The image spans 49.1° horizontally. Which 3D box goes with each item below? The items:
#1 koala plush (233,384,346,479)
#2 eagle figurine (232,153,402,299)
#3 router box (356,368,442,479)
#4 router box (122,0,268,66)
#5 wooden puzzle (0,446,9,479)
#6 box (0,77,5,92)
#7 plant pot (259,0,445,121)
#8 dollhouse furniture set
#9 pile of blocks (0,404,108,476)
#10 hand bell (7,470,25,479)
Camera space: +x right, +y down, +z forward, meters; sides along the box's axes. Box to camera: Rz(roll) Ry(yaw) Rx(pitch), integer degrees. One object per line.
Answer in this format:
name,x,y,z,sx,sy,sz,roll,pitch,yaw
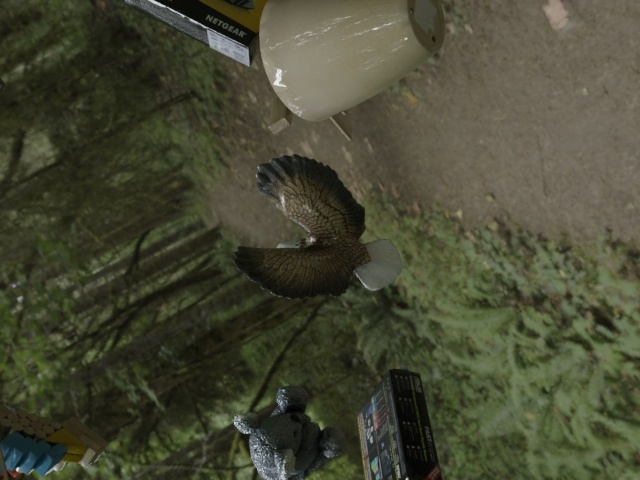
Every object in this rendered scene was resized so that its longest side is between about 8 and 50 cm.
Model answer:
koala plush,-0.087,0.439,1.517,0.196,0.203,0.221,44,180,21
eagle figurine,-0.010,0.004,1.307,0.226,0.225,0.298,60,-168,28
router box,0.075,0.206,0.702,0.122,0.038,0.092,-96,24,-43
router box,-0.222,-0.536,1.451,0.309,0.243,0.081,27,163,5
wooden puzzle,-0.528,0.264,0.979,0.221,0.044,0.238,49,179,41
box,-0.588,-0.161,1.012,0.057,0.293,0.201,23,166,4
plant pot,0.074,-0.370,1.267,0.274,0.256,0.256,-7,118,40
dollhouse furniture set,-0.021,-0.283,1.633,0.123,0.151,0.144,44,-148,-32
pile of blocks,-0.550,0.356,1.177,0.362,0.112,0.149,25,-163,-30
hand bell,-0.696,0.509,1.380,0.126,0.242,0.126,35,-160,-15
